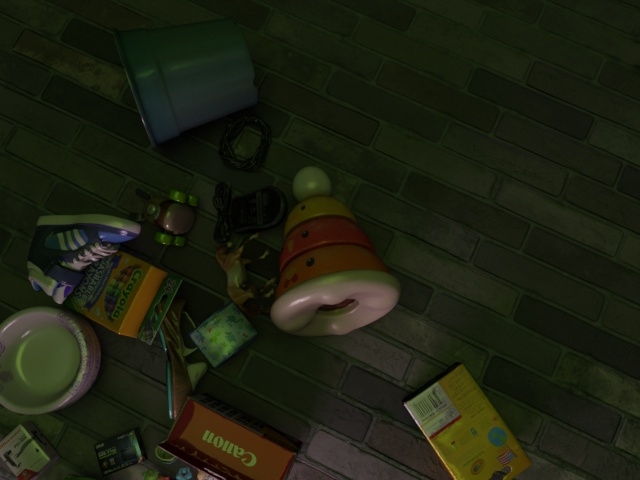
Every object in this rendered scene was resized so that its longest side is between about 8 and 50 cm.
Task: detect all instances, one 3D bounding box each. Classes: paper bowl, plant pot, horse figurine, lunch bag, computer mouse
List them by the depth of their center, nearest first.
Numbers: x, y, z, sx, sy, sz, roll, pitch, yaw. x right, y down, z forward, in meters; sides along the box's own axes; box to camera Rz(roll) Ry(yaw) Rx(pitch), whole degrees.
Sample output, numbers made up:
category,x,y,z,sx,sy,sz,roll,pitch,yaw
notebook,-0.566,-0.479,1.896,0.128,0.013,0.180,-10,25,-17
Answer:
category,x,y,z,sx,sy,sz,roll,pitch,yaw
paper bowl,-0.751,0.327,1.538,0.284,0.148,0.284,0,80,0
lunch bag,-0.272,0.267,1.561,0.151,0.096,0.129,-36,80,-28
horse figurine,-0.211,0.103,1.568,0.175,0.066,0.263,-25,72,21
plant pot,-0.374,-0.475,1.611,0.334,0.341,0.341,-19,80,-11
computer mouse,-0.193,-0.089,1.615,0.272,0.072,0.188,-4,81,34

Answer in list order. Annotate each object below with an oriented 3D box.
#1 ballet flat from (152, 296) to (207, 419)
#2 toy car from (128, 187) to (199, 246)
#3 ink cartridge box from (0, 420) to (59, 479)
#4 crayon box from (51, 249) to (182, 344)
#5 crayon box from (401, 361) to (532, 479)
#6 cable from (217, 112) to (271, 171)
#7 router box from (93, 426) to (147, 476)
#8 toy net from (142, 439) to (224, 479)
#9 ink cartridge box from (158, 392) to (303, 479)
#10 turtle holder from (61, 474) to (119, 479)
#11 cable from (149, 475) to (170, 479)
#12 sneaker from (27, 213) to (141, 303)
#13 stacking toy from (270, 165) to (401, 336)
category,x,y,z,sx,sy,sz,roll,pitch,yaw
ballet flat,-0.388,0.320,1.568,0.124,0.116,0.342,-9,75,-19
toy car,-0.474,-0.085,1.624,0.188,0.149,0.155,19,90,15
ink cartridge box,-0.809,0.583,1.537,0.099,0.056,0.135,-44,83,-6
crayon box,-0.570,0.133,1.556,0.323,0.083,0.203,20,80,23
crayon box,0.393,0.522,1.523,0.202,0.081,0.318,-33,80,-5
cable,-0.231,-0.304,1.707,0.151,0.047,0.184,13,82,8
router box,-0.552,0.584,1.543,0.123,0.038,0.092,-21,79,-3
toy net,-0.353,0.623,1.489,0.232,0.122,0.045,16,122,16
ink cartridge box,-0.216,0.517,1.414,0.310,0.272,0.130,24,80,7
turtle holder,-0.607,0.756,1.407,0.320,0.227,0.243,36,87,6
cable,-0.338,0.717,1.498,0.287,0.072,0.139,5,82,3
sneaker,-0.638,0.055,1.500,0.323,0.130,0.236,1,80,16
stacking toy,0.000,0.000,1.557,0.351,0.350,0.479,-13,61,-2
